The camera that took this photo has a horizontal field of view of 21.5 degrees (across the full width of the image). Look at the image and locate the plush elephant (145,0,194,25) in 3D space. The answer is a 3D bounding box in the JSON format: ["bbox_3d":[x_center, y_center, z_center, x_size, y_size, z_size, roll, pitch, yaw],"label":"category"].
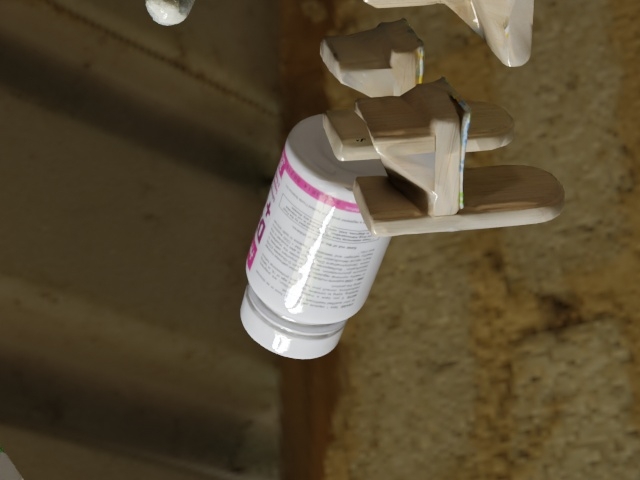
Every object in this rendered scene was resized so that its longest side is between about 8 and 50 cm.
[{"bbox_3d":[-0.148,-0.417,1.920,0.272,0.330,0.255,65,-166,-4],"label":"plush elephant"}]

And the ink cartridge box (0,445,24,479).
[{"bbox_3d":[-0.406,0.270,1.465,0.289,0.211,0.121,-16,-52,-27],"label":"ink cartridge box"}]

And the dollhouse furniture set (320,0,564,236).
[{"bbox_3d":[0.126,-0.252,1.225,0.394,0.256,0.362,-112,18,-62],"label":"dollhouse furniture set"}]

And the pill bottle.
[{"bbox_3d":[0.000,0.000,2.065,0.160,0.283,0.160,13,-143,-10],"label":"pill bottle"}]
